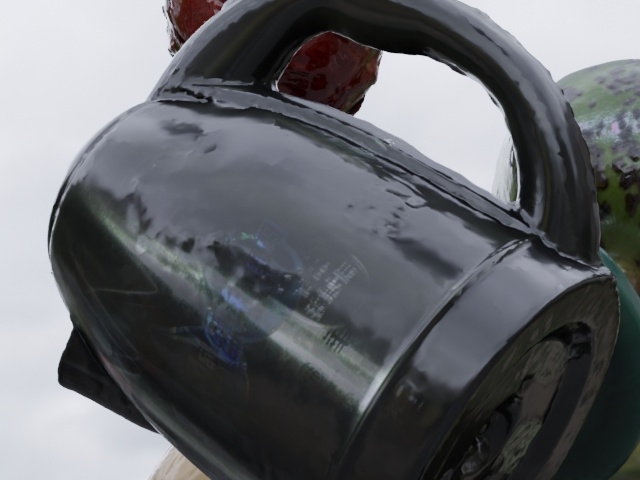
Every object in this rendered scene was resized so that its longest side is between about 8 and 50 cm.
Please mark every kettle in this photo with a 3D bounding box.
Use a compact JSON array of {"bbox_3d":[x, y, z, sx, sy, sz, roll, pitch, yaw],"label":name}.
[{"bbox_3d":[0.000,0.000,1.117,0.324,0.321,0.228,33,9,25],"label":"kettle"}]

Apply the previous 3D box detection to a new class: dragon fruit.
[{"bbox_3d":[-0.050,-0.236,1.960,0.244,0.299,0.244,-5,-12,-1],"label":"dragon fruit"}]

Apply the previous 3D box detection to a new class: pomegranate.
[{"bbox_3d":[0.266,-0.025,1.671,0.254,0.270,0.254,15,-40,13],"label":"pomegranate"}]

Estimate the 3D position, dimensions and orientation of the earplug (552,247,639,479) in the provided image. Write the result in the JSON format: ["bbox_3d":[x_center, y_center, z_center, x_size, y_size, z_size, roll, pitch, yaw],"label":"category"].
[{"bbox_3d":[0.078,0.138,1.279,0.280,0.164,0.257,-22,-9,-26],"label":"earplug"}]

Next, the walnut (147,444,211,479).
[{"bbox_3d":[-0.045,0.220,1.577,0.225,0.193,0.193,-44,-8,-14],"label":"walnut"}]
